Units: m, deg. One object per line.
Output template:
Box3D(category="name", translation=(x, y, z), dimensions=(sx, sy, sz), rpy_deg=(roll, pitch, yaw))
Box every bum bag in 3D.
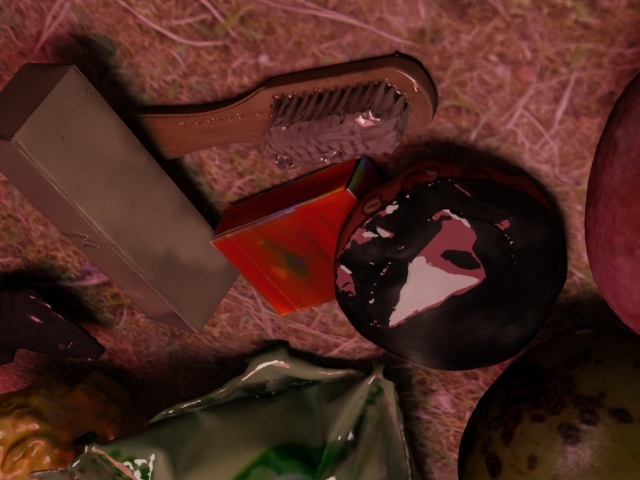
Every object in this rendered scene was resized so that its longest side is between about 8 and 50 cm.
Box3D(category="bum bag", translation=(-0.355, 0.090, 1.292), dimensions=(0.248, 0.060, 0.123), rpy_deg=(-5, 129, 35))

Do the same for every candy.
Box3D(category="candy", translation=(-0.081, 0.261, 1.193), dimensions=(0.397, 0.172, 0.263), rpy_deg=(-15, 130, 9))

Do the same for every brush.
Box3D(category="brush", translation=(-0.059, -0.090, 0.933), dimensions=(0.327, 0.065, 0.070), rpy_deg=(-3, 132, 34))

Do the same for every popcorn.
Box3D(category="popcorn", translation=(-0.311, 0.250, 1.337), dimensions=(0.235, 0.217, 0.181), rpy_deg=(-27, 86, 17))

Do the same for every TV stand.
Box3D(category="TV stand", translation=(-0.183, -0.031, 1.004), dimensions=(0.082, 0.088, 0.269), rpy_deg=(9, 147, 44))

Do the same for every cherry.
Box3D(category="cherry", translation=(0.264, -0.033, 0.723), dimensions=(0.192, 0.175, 0.250), rpy_deg=(-4, 130, 20))

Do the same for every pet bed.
Box3D(category="pet bed", translation=(0.105, 0.022, 0.918), dimensions=(0.201, 0.053, 0.201), rpy_deg=(-2, 125, -3))

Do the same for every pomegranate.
Box3D(category="pomegranate", translation=(0.257, 0.222, 0.925), dimensions=(0.306, 0.242, 0.242), rpy_deg=(44, 147, 25))

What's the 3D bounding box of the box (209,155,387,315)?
Box3D(category="box", translation=(0.000, -0.001, 1.002), dimensions=(0.175, 0.048, 0.112), rpy_deg=(-18, 124, 39))
